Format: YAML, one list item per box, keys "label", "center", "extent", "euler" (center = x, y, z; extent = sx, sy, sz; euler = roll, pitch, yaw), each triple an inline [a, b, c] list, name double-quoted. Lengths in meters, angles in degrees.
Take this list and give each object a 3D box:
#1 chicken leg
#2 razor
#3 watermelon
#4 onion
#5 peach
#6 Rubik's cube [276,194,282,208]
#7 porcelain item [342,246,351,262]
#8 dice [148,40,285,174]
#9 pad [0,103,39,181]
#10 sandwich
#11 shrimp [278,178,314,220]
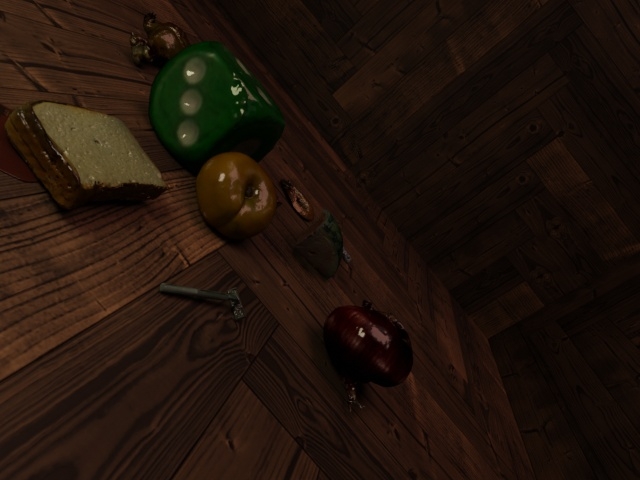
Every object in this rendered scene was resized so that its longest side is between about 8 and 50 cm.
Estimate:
- label: "chicken leg"
  center: [-0.573, -0.718, 1.483]
  extent: [0.211, 0.140, 0.361]
  euler: [58, 15, -7]
- label: "razor"
  center: [-0.246, 0.117, 0.881]
  extent: [0.211, 0.036, 0.084]
  euler: [27, 29, -51]
- label: "watermelon"
  center: [0.000, 0.000, 1.482]
  extent: [0.176, 0.255, 0.260]
  euler: [8, 29, 8]
- label: "onion"
  center: [0.114, 0.316, 1.134]
  extent: [0.273, 0.285, 0.273]
  euler: [29, -14, 8]
- label: "peach"
  center: [-0.231, -0.121, 1.141]
  extent: [0.251, 0.153, 0.250]
  euler: [15, 70, -47]
- label: "Rubik's cube"
  center: [-0.200, -0.132, 1.342]
  extent: [0.092, 0.092, 0.092]
  euler: [57, 21, 14]
- label: "porcelain item"
  center: [0.108, 0.063, 1.788]
  extent: [0.036, 0.028, 0.083]
  euler: [9, 45, -39]
- label: "dice"
  center: [-0.306, -0.383, 1.250]
  extent: [0.300, 0.297, 0.287]
  euler: [55, 17, 11]
- label: "pad"
  center: [-0.606, -0.212, 0.706]
  extent: [0.267, 0.004, 0.181]
  euler: [35, 25, -40]
- label: "sandwich"
  center: [-0.460, -0.167, 0.828]
  extent: [0.226, 0.087, 0.251]
  euler: [55, 17, 2]
- label: "shrimp"
  center: [-0.098, -0.172, 1.714]
  extent: [0.217, 0.051, 0.115]
  euler: [53, 21, -2]
